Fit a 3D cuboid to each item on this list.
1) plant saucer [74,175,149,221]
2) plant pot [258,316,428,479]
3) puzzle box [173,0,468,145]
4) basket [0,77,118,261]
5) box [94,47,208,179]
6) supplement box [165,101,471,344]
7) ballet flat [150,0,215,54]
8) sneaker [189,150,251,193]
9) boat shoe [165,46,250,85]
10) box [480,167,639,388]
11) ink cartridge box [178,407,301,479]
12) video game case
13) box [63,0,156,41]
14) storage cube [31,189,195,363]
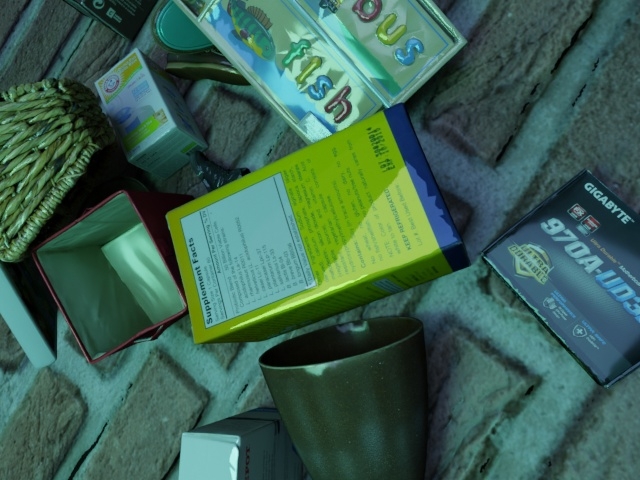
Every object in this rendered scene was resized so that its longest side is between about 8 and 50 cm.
[{"bbox_3d":[-0.388,-0.025,0.896,0.199,0.036,0.198,-4,79,20],"label":"plant saucer"},{"bbox_3d":[0.050,0.238,0.602,0.216,0.215,0.230,-13,89,18],"label":"plant pot"},{"bbox_3d":[-0.020,-0.343,0.693,0.409,0.052,0.272,46,112,-4],"label":"puzzle box"},{"bbox_3d":[-0.430,-0.111,0.767,0.214,0.299,0.222,-26,101,-21],"label":"basket"},{"bbox_3d":[-0.318,-0.236,0.876,0.114,0.103,0.203,-33,70,11],"label":"box"},{"bbox_3d":[0.000,0.000,0.659,0.357,0.195,0.194,-22,72,15],"label":"supplement box"},{"bbox_3d":[-0.162,-0.452,0.840,0.342,0.116,0.124,-42,38,-7],"label":"ballet flat"},{"bbox_3d":[-0.159,-0.105,0.820,0.089,0.051,0.170,-33,75,12],"label":"sneaker"},{"bbox_3d":[-0.204,-0.338,0.870,0.207,0.073,0.072,16,88,23],"label":"boat shoe"},{"bbox_3d":[0.348,0.046,0.595,0.175,0.051,0.220,-40,68,9],"label":"box"},{"bbox_3d":[-0.099,0.316,0.626,0.086,0.203,0.148,-3,78,20],"label":"ink cartridge box"},{"bbox_3d":[-0.516,0.007,0.751,0.036,0.328,0.300,-25,25,-21],"label":"video game case"},{"bbox_3d":[-0.398,-0.640,0.972,0.191,0.143,0.381,35,94,24],"label":"box"},{"bbox_3d":[-0.273,0.045,0.731,0.184,0.193,0.214,-30,86,13],"label":"storage cube"}]
